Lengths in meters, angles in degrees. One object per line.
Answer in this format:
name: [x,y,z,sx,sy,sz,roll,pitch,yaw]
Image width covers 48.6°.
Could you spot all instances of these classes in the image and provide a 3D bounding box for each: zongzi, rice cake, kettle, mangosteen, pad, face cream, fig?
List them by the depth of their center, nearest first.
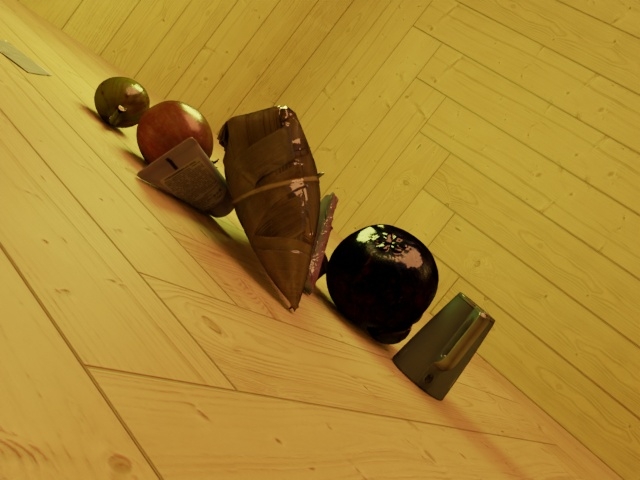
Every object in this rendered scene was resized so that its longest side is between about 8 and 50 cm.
face cream: [-0.297,-0.140,1.666,0.096,0.154,0.274,65,10,27]
zongzi: [-0.092,-0.019,1.721,0.500,0.218,0.466,70,14,-75]
kettle: [0.311,0.253,1.726,0.160,0.243,0.210,39,7,3]
rice cake: [-0.001,0.000,1.798,0.051,0.290,0.081,22,-33,-10]
pad: [-0.797,-0.484,1.859,0.156,0.004,0.232,38,5,-12]
mangosteen: [0.156,0.109,1.865,0.300,0.300,0.300,38,5,-4]
fig: [-0.538,-0.357,1.920,0.142,0.148,0.186,53,32,-47]

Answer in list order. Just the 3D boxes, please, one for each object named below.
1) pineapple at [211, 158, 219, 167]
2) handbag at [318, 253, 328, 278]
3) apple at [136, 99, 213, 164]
pineapple: [-0.419,-0.288,2.172,0.251,0.125,0.125,42,4,-18]
handbag: [-0.057,0.025,1.935,0.193,0.072,0.151,39,-17,36]
apple: [-0.366,-0.253,1.794,0.174,0.188,0.188,49,10,30]
